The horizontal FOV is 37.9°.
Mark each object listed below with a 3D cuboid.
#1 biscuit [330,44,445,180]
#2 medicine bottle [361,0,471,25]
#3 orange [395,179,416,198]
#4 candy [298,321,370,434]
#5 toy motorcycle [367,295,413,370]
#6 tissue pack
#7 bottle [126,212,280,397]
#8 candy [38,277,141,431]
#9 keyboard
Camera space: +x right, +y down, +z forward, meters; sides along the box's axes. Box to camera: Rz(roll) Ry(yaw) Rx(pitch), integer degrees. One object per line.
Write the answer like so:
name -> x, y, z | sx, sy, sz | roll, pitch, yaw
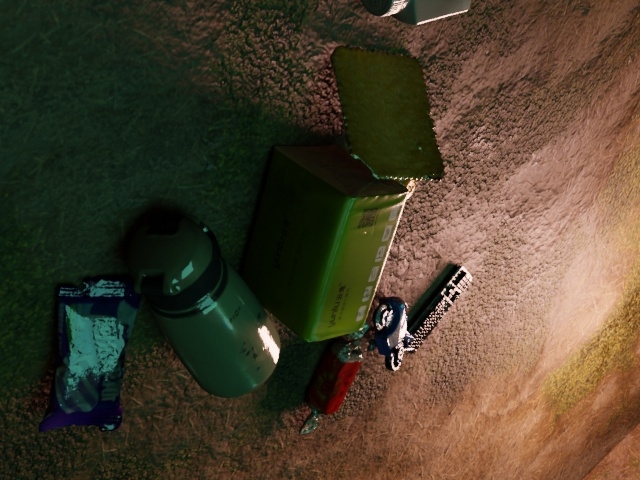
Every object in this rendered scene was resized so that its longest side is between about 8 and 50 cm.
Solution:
biscuit -> 0.117, -0.212, 1.578 | 0.237, 0.013, 0.232 | -3, 80, -44
medicine bottle -> 0.159, -0.424, 1.509 | 0.188, 0.088, 0.132 | -22, 133, -32
orange -> 0.140, -0.109, 1.751 | 0.083, 0.070, 0.083 | -37, 140, -38
candy -> 0.029, 0.291, 1.962 | 0.086, 0.059, 0.292 | 3, 118, -48
toy motorcycle -> 0.153, 0.188, 1.986 | 0.114, 0.076, 0.205 | -58, 146, -33
tissue pack -> 0.000, 0.000, 1.592 | 0.167, 0.200, 0.275 | -7, 123, -44
bottle -> -0.191, 0.102, 1.514 | 0.168, 0.168, 0.347 | -40, 137, -15
candy -> -0.363, 0.188, 1.477 | 0.145, 0.070, 0.275 | -1, 111, -41
keyboard -> 0.263, 0.158, 2.121 | 0.230, 0.025, 0.093 | -51, 144, -1
